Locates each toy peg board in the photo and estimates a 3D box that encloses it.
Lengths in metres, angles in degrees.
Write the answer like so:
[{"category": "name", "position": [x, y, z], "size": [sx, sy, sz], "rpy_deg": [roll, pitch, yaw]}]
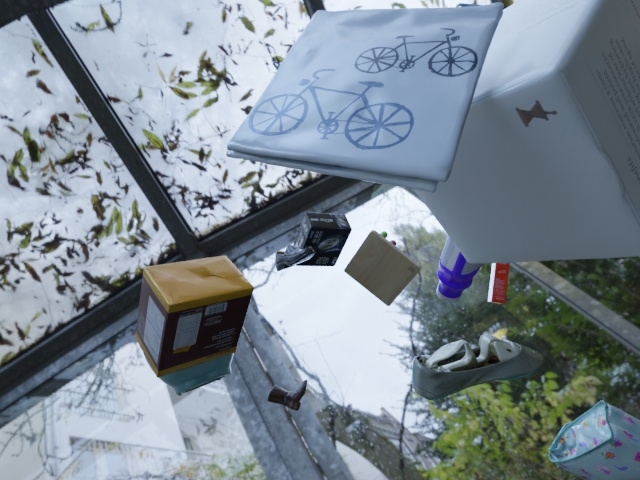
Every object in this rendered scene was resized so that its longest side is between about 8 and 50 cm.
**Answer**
[{"category": "toy peg board", "position": [0.177, 0.064, 1.143], "size": [0.079, 0.161, 0.161], "rpy_deg": [-39, -16, -52]}]

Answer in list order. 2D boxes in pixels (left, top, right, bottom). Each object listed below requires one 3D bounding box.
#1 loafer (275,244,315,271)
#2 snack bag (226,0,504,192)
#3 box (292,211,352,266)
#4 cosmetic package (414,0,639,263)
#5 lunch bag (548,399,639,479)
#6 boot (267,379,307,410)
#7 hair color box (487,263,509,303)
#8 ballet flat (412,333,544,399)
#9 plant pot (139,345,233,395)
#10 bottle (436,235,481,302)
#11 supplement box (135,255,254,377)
[{"category": "loafer", "position": [-0.082, 0.041, 1.204], "size": [0.062, 0.061, 0.170], "rpy_deg": [-15, -7, -45]}, {"category": "snack bag", "position": [0.064, -0.231, 0.608], "size": [0.342, 0.323, 0.037], "rpy_deg": [-66, -27, -24]}, {"category": "box", "position": [0.000, 0.000, 1.390], "size": [0.147, 0.077, 0.180], "rpy_deg": [2, -47, -24]}, {"category": "cosmetic package", "position": [0.391, -0.213, 0.735], "size": [0.329, 0.327, 0.393], "rpy_deg": [48, -117, -20]}, {"category": "lunch bag", "position": [0.840, 0.627, 1.213], "size": [0.160, 0.223, 0.262], "rpy_deg": [-54, -11, -52]}, {"category": "boot", "position": [-0.109, 0.489, 1.360], "size": [0.037, 0.114, 0.106], "rpy_deg": [76, -148, -49]}, {"category": "hair color box", "position": [0.567, 0.129, 1.326], "size": [0.072, 0.043, 0.141], "rpy_deg": [33, -115, -75]}, {"category": "ballet flat", "position": [0.234, 0.175, 0.612], "size": [0.213, 0.072, 0.068], "rpy_deg": [-12, -80, -12]}, {"category": "plant pot", "position": [-0.392, 0.359, 1.307], "size": [0.293, 0.196, 0.293], "rpy_deg": [-22, -14, -6]}, {"category": "bottle", "position": [0.364, 0.043, 1.067], "size": [0.118, 0.092, 0.282], "rpy_deg": [-27, -40, -31]}, {"category": "supplement box", "position": [-0.275, 0.157, 0.905], "size": [0.191, 0.129, 0.194], "rpy_deg": [-8, -53, -43]}]
